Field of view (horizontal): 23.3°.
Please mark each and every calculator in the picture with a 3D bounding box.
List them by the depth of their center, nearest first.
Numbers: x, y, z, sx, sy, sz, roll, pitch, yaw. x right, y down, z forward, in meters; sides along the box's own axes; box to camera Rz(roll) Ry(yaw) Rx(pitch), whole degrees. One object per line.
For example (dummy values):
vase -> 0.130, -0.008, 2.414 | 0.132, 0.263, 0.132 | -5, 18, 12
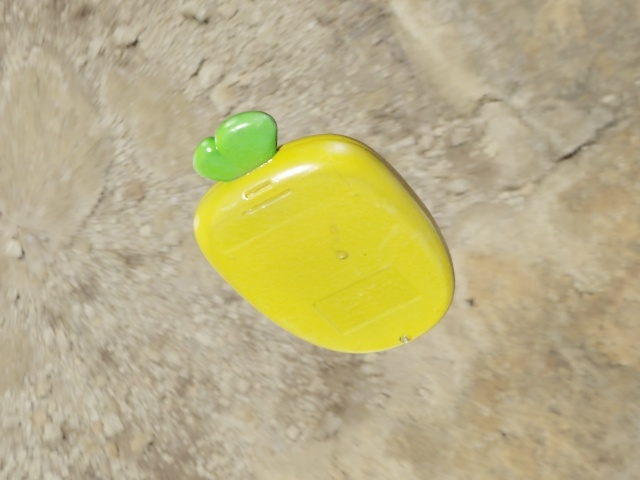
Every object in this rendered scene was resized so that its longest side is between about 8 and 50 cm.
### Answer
calculator -> 0.000, 0.000, 1.050 | 0.146, 0.032, 0.235 | -28, 130, 22
